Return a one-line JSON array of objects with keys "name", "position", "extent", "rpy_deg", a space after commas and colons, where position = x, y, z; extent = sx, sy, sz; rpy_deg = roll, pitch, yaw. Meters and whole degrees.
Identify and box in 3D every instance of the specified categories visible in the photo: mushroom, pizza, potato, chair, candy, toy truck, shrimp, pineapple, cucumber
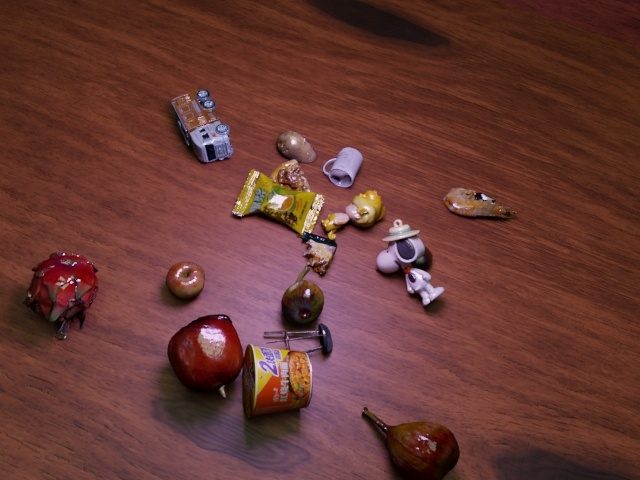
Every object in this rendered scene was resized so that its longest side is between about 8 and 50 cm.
[{"name": "mushroom", "position": [0.345, 0.057, 1.917], "extent": [0.123, 0.052, 0.123], "rpy_deg": [4, 52, -5]}, {"name": "pizza", "position": [-0.095, -0.221, 2.010], "extent": [0.194, 0.069, 0.154], "rpy_deg": [40, 59, 17]}, {"name": "potato", "position": [-0.103, -0.358, 2.086], "extent": [0.172, 0.100, 0.089], "rpy_deg": [30, 62, 6]}, {"name": "chair", "position": [-0.063, 0.314, 1.653], "extent": [0.222, 0.095, 0.104], "rpy_deg": [-6, 70, -14]}, {"name": "candy", "position": [-0.149, -0.130, 1.926], "extent": [0.297, 0.081, 0.187], "rpy_deg": [22, 79, -5]}, {"name": "toy truck", "position": [-0.462, -0.442, 2.056], "extent": [0.162, 0.136, 0.305], "rpy_deg": [-23, 61, -15]}, {"name": "shrimp", "position": [0.629, -0.149, 2.098], "extent": [0.288, 0.062, 0.152], "rpy_deg": [8, 45, -3]}, {"name": "pineapple", "position": [0.004, 0.047, 1.854], "extent": [0.116, 0.069, 0.137], "rpy_deg": [-16, 57, -26]}, {"name": "cucumber", "position": [0.000, 0.000, 1.898], "extent": [0.133, 0.032, 0.032], "rpy_deg": [18, 56, -10]}]

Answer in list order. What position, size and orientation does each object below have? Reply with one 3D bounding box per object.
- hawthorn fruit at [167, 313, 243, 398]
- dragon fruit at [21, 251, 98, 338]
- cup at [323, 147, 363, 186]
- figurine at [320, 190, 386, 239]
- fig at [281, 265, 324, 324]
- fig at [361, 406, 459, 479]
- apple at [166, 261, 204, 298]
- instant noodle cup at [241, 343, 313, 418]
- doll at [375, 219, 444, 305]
[{"name": "hawthorn fruit", "position": [-0.322, 0.343, 1.531], "extent": [0.215, 0.215, 0.249], "rpy_deg": [-25, 73, -23]}, {"name": "dragon fruit", "position": [-0.775, 0.153, 1.593], "extent": [0.192, 0.193, 0.273], "rpy_deg": [19, 52, -30]}, {"name": "cup", "position": [0.083, -0.293, 2.069], "extent": [0.136, 0.099, 0.133], "rpy_deg": [24, 57, 5]}, {"name": "figurine", "position": [0.123, -0.095, 1.944], "extent": [0.247, 0.131, 0.156], "rpy_deg": [-22, 22, -5]}, {"name": "fig", "position": [-0.062, 0.165, 1.749], "extent": [0.149, 0.149, 0.245], "rpy_deg": [3, 32, -8]}, {"name": "fig", "position": [0.247, 0.594, 1.520], "extent": [0.290, 0.190, 0.190], "rpy_deg": [0, 48, 35]}, {"name": "apple", "position": [-0.435, 0.130, 1.706], "extent": [0.126, 0.102, 0.126], "rpy_deg": [8, 53, -11]}, {"name": "instant noodle cup", "position": [-0.126, 0.404, 1.532], "extent": [0.174, 0.213, 0.213], "rpy_deg": [4, 56, -18]}, {"name": "doll", "position": [0.324, 0.076, 1.823], "extent": [0.271, 0.208, 0.144], "rpy_deg": [36, 28, 19]}]
